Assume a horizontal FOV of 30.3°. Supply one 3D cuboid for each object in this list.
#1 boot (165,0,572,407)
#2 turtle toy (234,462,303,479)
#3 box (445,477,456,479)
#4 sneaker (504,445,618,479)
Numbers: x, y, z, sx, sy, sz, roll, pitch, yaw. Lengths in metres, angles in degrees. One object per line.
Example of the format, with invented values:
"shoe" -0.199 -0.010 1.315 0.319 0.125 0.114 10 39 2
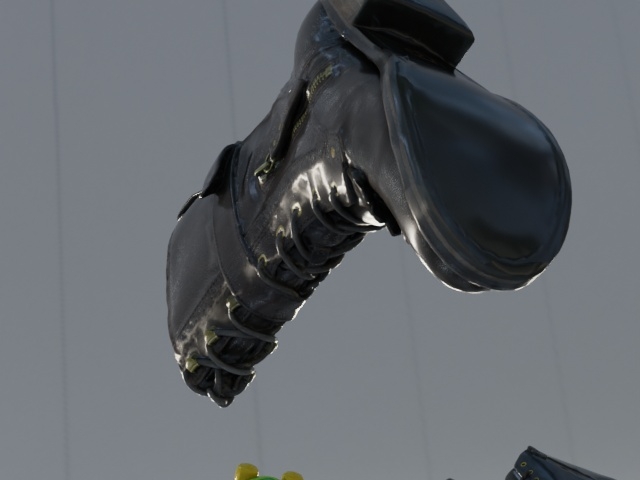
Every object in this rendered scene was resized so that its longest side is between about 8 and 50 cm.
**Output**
"boot" 0.000 0.000 0.581 0.091 0.229 0.263 22 -150 -25
"turtle toy" -0.075 0.286 1.232 0.130 0.066 0.095 12 -82 -7
"box" 0.060 0.494 1.283 0.395 0.097 0.318 -30 -60 -31
"sneaker" 0.211 0.268 1.114 0.222 0.118 0.083 -12 -59 -60
